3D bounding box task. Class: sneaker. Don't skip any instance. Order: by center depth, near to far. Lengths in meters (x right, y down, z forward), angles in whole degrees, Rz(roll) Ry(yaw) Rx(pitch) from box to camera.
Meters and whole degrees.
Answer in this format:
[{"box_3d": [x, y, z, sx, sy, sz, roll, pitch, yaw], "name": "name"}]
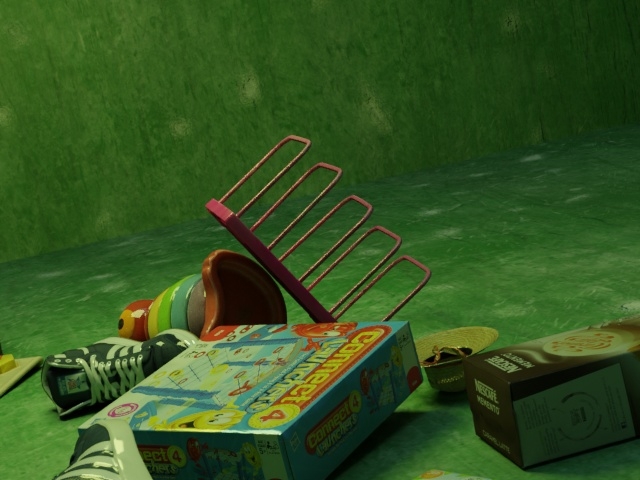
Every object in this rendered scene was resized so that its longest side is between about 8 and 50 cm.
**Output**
[{"box_3d": [-0.247, 0.273, 1.349, 0.148, 0.131, 0.350, -9, 9, -16], "name": "sneaker"}, {"box_3d": [-0.294, 0.195, 1.945, 0.153, 0.099, 0.282, -17, 7, -43], "name": "sneaker"}]

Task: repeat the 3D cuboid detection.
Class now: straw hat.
[{"box_3d": [0.168, 0.165, 1.740, 0.144, 0.061, 0.144, -14, 10, 3], "name": "straw hat"}]

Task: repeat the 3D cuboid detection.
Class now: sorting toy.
[{"box_3d": [-0.588, 0.231, 2.231, 0.193, 0.038, 0.208, -8, 10, 15], "name": "sorting toy"}]

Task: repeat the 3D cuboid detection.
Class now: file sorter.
[{"box_3d": [0.000, 0.000, 2.039, 0.182, 0.291, 0.202, -44, 14, -4], "name": "file sorter"}]

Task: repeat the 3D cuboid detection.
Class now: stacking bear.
[{"box_3d": [-0.205, 0.132, 2.073, 0.164, 0.175, 0.289, 15, -20, -43], "name": "stacking bear"}]

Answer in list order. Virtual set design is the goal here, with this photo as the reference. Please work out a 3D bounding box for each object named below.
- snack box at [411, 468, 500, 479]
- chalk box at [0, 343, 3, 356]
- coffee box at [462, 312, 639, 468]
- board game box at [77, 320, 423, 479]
[{"box_3d": [0.130, 0.261, 1.292, 0.100, 0.037, 0.141, -17, 12, -42], "name": "snack box"}, {"box_3d": [-0.747, 0.162, 2.383, 0.179, 0.180, 0.289, 0, 13, 45], "name": "chalk box"}, {"box_3d": [0.303, 0.162, 1.501, 0.246, 0.098, 0.141, -13, 10, -14], "name": "coffee box"}, {"box_3d": [-0.079, 0.199, 1.627, 0.302, 0.086, 0.308, -4, 18, 33], "name": "board game box"}]
